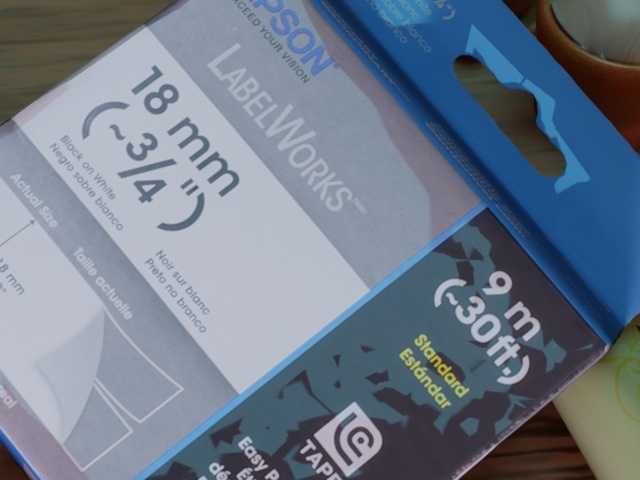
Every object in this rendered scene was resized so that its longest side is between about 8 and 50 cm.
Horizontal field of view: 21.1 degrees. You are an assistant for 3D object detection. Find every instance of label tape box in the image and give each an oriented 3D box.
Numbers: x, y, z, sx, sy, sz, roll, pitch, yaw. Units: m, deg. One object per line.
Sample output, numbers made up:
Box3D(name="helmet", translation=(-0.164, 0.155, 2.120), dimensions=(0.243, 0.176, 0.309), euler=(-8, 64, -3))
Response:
Box3D(name="label tape box", translation=(0.000, 0.000, 0.773), dimensions=(0.334, 0.106, 0.240), euler=(-38, 82, -14))

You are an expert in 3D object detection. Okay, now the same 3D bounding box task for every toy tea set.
Box3D(name="toy tea set", translation=(0.063, -0.090, 0.919), dimensions=(0.200, 0.124, 0.336), euler=(38, 58, 22))

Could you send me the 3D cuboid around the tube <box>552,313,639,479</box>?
Box3D(name="tube", translation=(0.156, 0.095, 0.825), dimensions=(0.062, 0.070, 0.240), euler=(-30, 53, 6))
